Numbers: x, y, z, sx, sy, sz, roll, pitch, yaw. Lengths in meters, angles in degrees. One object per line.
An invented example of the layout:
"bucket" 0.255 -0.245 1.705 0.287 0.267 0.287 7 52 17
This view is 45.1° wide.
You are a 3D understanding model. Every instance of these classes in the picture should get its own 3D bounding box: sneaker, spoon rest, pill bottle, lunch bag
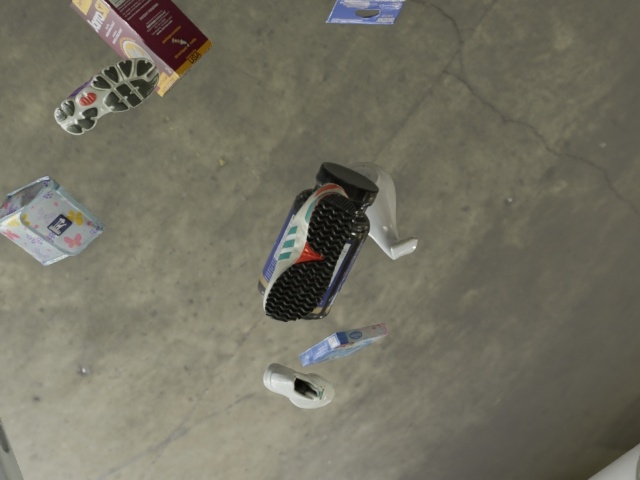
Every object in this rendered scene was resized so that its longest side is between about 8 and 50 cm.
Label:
"sneaker" -0.303 -0.217 1.085 0.170 0.071 0.068 -22 130 18
"spoon rest" 0.110 -0.060 1.562 0.137 0.276 0.084 -21 140 -9
"pill bottle" 0.000 0.000 1.154 0.123 0.123 0.219 10 113 -42
"sneaker" -0.024 0.321 1.645 0.212 0.094 0.080 28 74 -47
"lunch bag" -0.256 -0.019 0.727 0.083 0.053 0.071 -18 132 30
"sneaker" -0.012 0.011 0.819 0.057 0.075 0.161 21 111 -13

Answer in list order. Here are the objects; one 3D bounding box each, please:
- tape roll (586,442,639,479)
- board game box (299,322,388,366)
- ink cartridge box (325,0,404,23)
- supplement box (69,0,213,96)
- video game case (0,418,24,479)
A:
"tape roll" 0.421 0.353 0.880 0.246 0.246 0.169 -12 147 -30
"board game box" 0.032 0.143 1.055 0.090 0.020 0.090 -7 159 -40
"ink cartridge box" 0.118 -0.526 1.344 0.186 0.065 0.311 -14 142 -41
"supplement box" -0.263 -0.316 1.128 0.188 0.104 0.080 45 66 -14
"video game case" -0.523 0.229 0.866 0.329 0.299 0.036 -22 176 3
